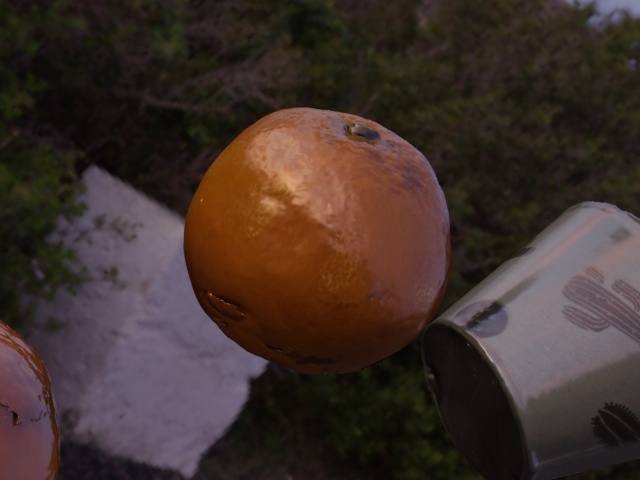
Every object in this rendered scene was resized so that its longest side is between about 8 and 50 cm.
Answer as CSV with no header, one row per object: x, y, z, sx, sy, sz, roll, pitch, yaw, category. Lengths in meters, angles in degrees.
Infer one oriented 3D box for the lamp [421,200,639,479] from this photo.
0.155,0.032,0.602,0.121,0.215,0.121,53,-23,33,lamp

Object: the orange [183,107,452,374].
0.000,0.000,0.397,0.083,0.083,0.083,47,11,-12,orange

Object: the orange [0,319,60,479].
-0.320,0.135,0.925,0.284,0.226,0.284,29,7,-4,orange
